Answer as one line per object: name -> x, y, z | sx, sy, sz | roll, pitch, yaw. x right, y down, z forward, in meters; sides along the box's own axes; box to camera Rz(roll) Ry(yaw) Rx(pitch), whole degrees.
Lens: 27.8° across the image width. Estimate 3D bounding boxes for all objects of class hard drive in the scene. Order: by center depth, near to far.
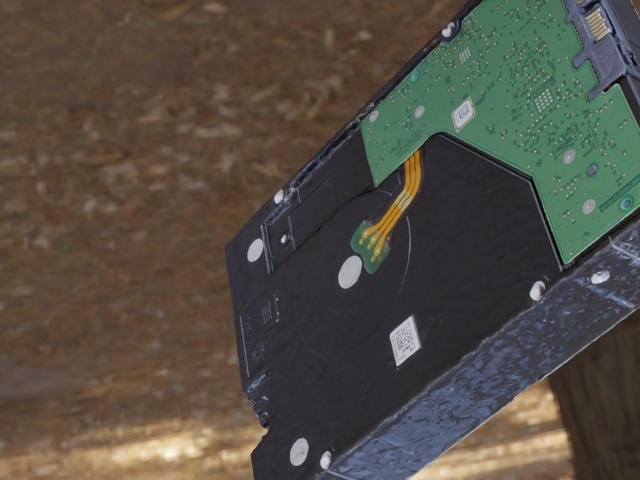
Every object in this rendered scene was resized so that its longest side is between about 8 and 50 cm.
hard drive -> 0.072, -0.001, 0.794 | 0.064, 0.237, 0.339 | 23, 127, -33
